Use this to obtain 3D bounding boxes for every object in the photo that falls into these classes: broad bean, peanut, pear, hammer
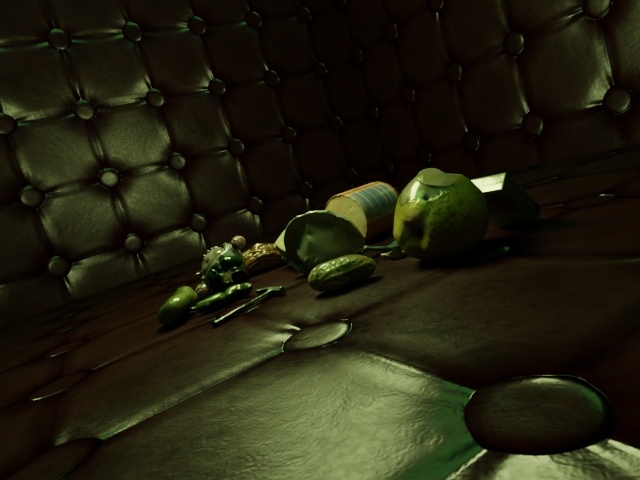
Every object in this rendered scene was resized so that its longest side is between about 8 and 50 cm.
[{"bbox_3d":[-0.464,0.209,1.448,0.124,0.082,0.174,-49,-2,19],"label":"broad bean"},{"bbox_3d":[-0.322,0.190,1.468,0.214,0.048,0.070,-24,4,-21],"label":"broad bean"},{"bbox_3d":[0.060,0.088,1.235,0.194,0.083,0.093,-17,8,-2],"label":"peanut"},{"bbox_3d":[0.323,-0.059,1.231,0.271,0.271,0.271,-17,7,2],"label":"pear"},{"bbox_3d":[-0.222,0.193,1.326,0.103,0.029,0.246,-9,12,46],"label":"hammer"}]

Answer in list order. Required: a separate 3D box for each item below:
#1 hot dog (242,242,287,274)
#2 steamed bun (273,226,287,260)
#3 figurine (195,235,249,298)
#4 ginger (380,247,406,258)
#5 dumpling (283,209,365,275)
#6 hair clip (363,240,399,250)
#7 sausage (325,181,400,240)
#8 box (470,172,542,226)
[{"bbox_3d":[-0.250,0.072,1.933,0.259,0.114,0.175,-20,9,-18],"label":"hot dog"},{"bbox_3d":[-0.057,0.030,1.750,0.200,0.170,0.225,-48,26,2],"label":"steamed bun"},{"bbox_3d":[-0.353,0.117,1.687,0.281,0.167,0.370,-54,24,-6],"label":"figurine"},{"bbox_3d":[0.230,0.044,1.395,0.097,0.030,0.048,-10,-18,29],"label":"ginger"},{"bbox_3d":[0.009,0.004,1.525,0.293,0.204,0.163,-23,-7,25],"label":"dumpling"},{"bbox_3d":[0.245,0.012,1.566,0.229,0.036,0.066,-14,10,-30],"label":"hair clip"},{"bbox_3d":[0.185,-0.116,1.905,0.233,0.233,0.287,-10,12,44],"label":"sausage"},{"bbox_3d":[0.530,-0.113,1.313,0.141,0.201,0.058,-5,59,53],"label":"box"}]
